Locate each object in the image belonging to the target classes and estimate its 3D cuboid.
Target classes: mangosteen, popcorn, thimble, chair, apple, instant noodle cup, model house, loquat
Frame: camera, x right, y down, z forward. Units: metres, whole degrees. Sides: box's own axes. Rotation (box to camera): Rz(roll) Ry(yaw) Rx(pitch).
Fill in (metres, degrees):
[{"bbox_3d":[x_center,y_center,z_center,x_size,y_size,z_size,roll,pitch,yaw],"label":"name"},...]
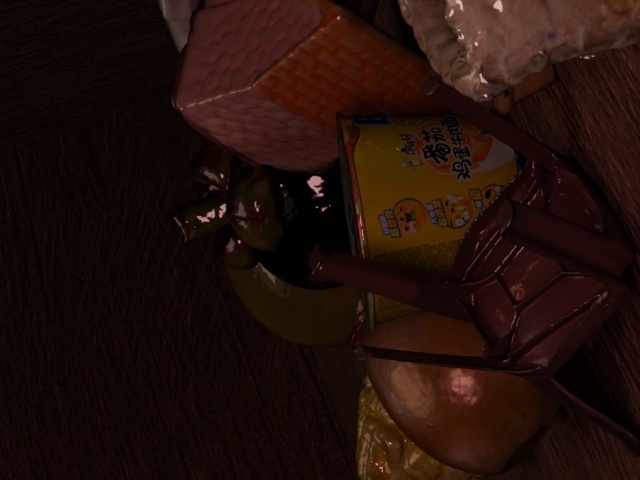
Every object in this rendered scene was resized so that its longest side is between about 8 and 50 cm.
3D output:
[{"bbox_3d":[-0.030,-0.059,1.857,0.233,0.287,0.287,50,-174,-35],"label":"mangosteen"},{"bbox_3d":[0.131,0.206,1.746,0.187,0.185,0.167,-69,-4,-80],"label":"popcorn"},{"bbox_3d":[0.122,-0.183,0.954,0.137,0.143,0.190,87,163,-63],"label":"thimble"},{"bbox_3d":[0.177,0.038,1.218,0.326,0.183,0.176,19,-149,-37],"label":"chair"},{"bbox_3d":[-0.021,0.002,2.132,0.258,0.233,0.295,79,170,-59],"label":"apple"},{"bbox_3d":[0.100,-0.025,1.379,0.205,0.153,0.205,-8,-90,-89],"label":"instant noodle cup"},{"bbox_3d":[0.018,-0.206,1.524,0.237,0.202,0.237,-8,60,46],"label":"model house"},{"bbox_3d":[0.132,0.116,1.491,0.227,0.179,0.179,54,166,22],"label":"loquat"}]

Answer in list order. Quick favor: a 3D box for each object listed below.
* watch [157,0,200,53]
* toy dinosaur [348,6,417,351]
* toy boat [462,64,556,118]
[{"bbox_3d":[-0.096,-0.310,1.862,0.241,0.253,0.162,-59,28,26],"label":"watch"},{"bbox_3d":[0.108,-0.011,1.650,0.208,0.097,0.432,-120,34,-47],"label":"toy dinosaur"},{"bbox_3d":[0.131,-0.177,1.236,0.116,0.061,0.188,85,165,-55],"label":"toy boat"}]
